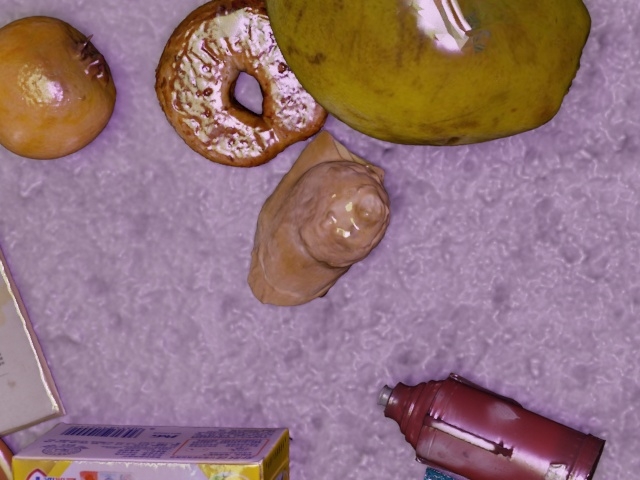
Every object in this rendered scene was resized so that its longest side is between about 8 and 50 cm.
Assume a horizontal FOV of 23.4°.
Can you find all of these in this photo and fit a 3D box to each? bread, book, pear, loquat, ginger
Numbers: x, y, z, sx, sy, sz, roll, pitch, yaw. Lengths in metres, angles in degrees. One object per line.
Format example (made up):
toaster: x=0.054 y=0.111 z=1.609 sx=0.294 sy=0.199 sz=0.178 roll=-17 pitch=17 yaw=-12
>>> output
bread: x=-0.080 y=-0.169 z=1.620 sx=0.193 sy=0.064 sz=0.193 roll=1 pitch=99 yaw=5
book: x=-0.420 y=0.089 z=1.695 sx=0.201 sy=0.026 sz=0.289 roll=-20 pitch=91 yaw=10
pear: x=0.102 y=-0.222 z=1.496 sx=0.321 sy=0.269 sz=0.269 roll=33 pitch=97 yaw=5
loquat: x=-0.288 y=-0.159 z=1.609 sx=0.163 sy=0.137 sz=0.163 roll=-3 pitch=83 yaw=22
ginger: x=-0.002 y=0.002 z=1.593 sx=0.115 sy=0.122 sz=0.193 roll=28 pitch=106 yaw=-15

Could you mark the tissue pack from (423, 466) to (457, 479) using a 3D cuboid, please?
tissue pack: x=0.131 y=0.315 z=1.631 sx=0.085 sy=0.028 sz=0.138 roll=20 pitch=100 yaw=10

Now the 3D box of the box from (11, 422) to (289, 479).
box: x=-0.172 y=0.255 z=1.602 sx=0.265 sy=0.168 sz=0.097 roll=0 pitch=96 yaw=6

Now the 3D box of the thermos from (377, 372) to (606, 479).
thermos: x=0.165 y=0.202 z=1.574 sx=0.232 sy=0.124 sz=0.099 roll=22 pitch=92 yaw=14

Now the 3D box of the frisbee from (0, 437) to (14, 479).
frisbee: x=-0.437 y=0.297 z=1.698 sx=0.250 sy=0.021 sz=0.251 roll=1 pitch=99 yaw=7
